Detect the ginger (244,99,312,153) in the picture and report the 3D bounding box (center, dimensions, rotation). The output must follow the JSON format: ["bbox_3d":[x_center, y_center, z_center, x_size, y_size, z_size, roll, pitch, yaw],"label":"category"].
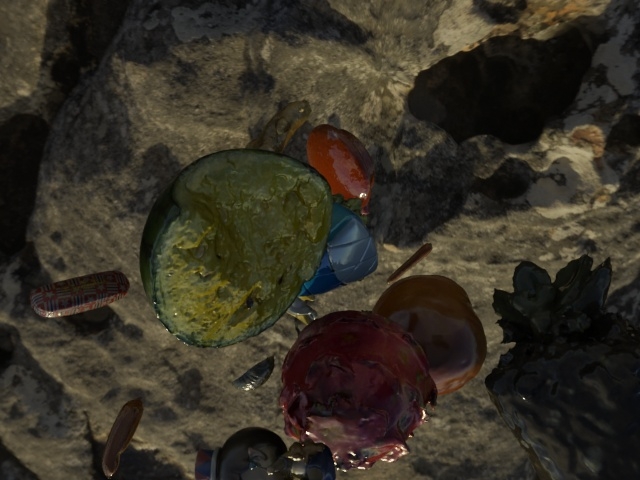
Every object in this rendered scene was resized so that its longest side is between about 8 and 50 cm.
[{"bbox_3d":[-0.182,-0.292,1.510,0.122,0.363,0.348,33,130,-15],"label":"ginger"}]

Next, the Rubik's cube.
[{"bbox_3d":[0.023,0.004,1.036,0.254,0.254,0.255,2,110,7],"label":"Rubik's cube"}]

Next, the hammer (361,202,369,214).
[{"bbox_3d":[0.185,-0.150,1.901,0.043,0.043,0.084,-2,110,8],"label":"hammer"}]

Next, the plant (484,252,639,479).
[{"bbox_3d":[0.355,0.178,0.648,0.215,0.213,0.313,-23,84,36],"label":"plant"}]

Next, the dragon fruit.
[{"bbox_3d":[0.076,0.355,1.039,0.385,0.249,0.372,5,97,10],"label":"dragon fruit"}]

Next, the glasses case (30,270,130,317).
[{"bbox_3d":[-0.497,0.108,0.961,0.073,0.194,0.049,46,124,22],"label":"glasses case"}]

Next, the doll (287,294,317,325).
[{"bbox_3d":[-0.120,0.152,1.498,0.316,0.103,0.146,41,120,32],"label":"doll"}]

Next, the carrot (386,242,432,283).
[{"bbox_3d":[0.367,0.097,1.887,0.043,0.043,0.248,44,105,-9],"label":"carrot"}]

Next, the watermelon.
[{"bbox_3d":[-0.146,-0.005,0.748,0.189,0.330,0.331,42,118,38],"label":"watermelon"}]

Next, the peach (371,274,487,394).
[{"bbox_3d":[0.295,0.268,1.311,0.301,0.343,0.343,-18,107,0],"label":"peach"}]

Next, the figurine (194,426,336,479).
[{"bbox_3d":[-0.106,0.447,0.871,0.275,0.158,0.161,2,143,25],"label":"figurine"}]

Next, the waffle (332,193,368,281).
[{"bbox_3d":[0.000,0.000,1.374,0.316,0.073,0.298,-3,97,5],"label":"waffle"}]

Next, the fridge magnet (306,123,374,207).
[{"bbox_3d":[0.078,-0.288,1.785,0.155,0.363,0.364,-32,106,-22],"label":"fridge magnet"}]

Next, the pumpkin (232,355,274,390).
[{"bbox_3d":[-0.096,0.205,0.683,0.083,0.050,0.028,-49,64,30],"label":"pumpkin"}]

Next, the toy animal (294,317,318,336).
[{"bbox_3d":[-0.014,0.377,1.587,0.073,0.176,0.217,-31,123,33],"label":"toy animal"}]

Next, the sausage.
[{"bbox_3d":[-0.471,0.460,1.078,0.054,0.183,0.062,28,156,-19],"label":"sausage"}]
